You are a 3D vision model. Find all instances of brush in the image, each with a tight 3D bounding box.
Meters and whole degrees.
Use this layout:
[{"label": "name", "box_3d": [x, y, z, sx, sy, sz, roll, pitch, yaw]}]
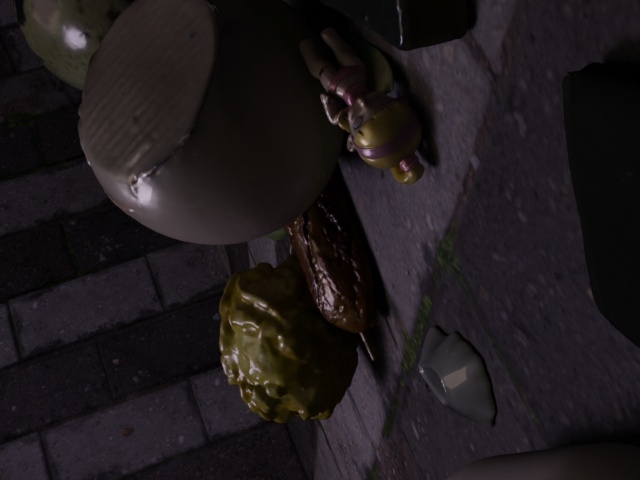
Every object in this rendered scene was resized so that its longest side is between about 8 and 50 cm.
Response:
[{"label": "brush", "box_3d": [0.042, -0.227, 0.647, 0.197, 0.059, 0.123, -127, 23, -56]}]

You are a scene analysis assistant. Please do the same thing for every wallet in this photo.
[{"label": "wallet", "box_3d": [0.187, 0.007, 0.391, 0.245, 0.052, 0.169, -125, 20, -67]}]

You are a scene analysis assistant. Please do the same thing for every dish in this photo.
[{"label": "dish", "box_3d": [0.128, 0.137, 0.867, 0.137, 0.039, 0.091, -138, 31, -64]}]

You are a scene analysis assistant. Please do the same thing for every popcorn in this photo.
[{"label": "popcorn", "box_3d": [-0.028, 0.130, 1.216, 0.192, 0.233, 0.266, -6, 67, 46]}]

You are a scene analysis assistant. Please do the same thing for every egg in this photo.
[{"label": "egg", "box_3d": [-0.402, -0.450, 1.637, 0.428, 0.345, 0.345, 56, -166, -82]}]

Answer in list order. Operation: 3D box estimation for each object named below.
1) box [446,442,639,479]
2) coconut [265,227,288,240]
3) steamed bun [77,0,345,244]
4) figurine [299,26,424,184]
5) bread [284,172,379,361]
[{"label": "box", "box_3d": [0.190, 0.283, 0.568, 0.349, 0.141, 0.289, 112, 137, -71]}, {"label": "coconut", "box_3d": [-0.075, -0.039, 1.432, 0.083, 0.081, 0.082, 30, -166, -51]}, {"label": "steamed bun", "box_3d": [-0.095, -0.132, 0.967, 0.309, 0.309, 0.309, 161, 90, -78]}, {"label": "figurine", "box_3d": [0.041, -0.131, 0.791, 0.187, 0.083, 0.083, 56, 162, 33]}, {"label": "bread", "box_3d": [0.002, 0.000, 1.119, 0.124, 0.084, 0.344, 119, 131, -75]}]
